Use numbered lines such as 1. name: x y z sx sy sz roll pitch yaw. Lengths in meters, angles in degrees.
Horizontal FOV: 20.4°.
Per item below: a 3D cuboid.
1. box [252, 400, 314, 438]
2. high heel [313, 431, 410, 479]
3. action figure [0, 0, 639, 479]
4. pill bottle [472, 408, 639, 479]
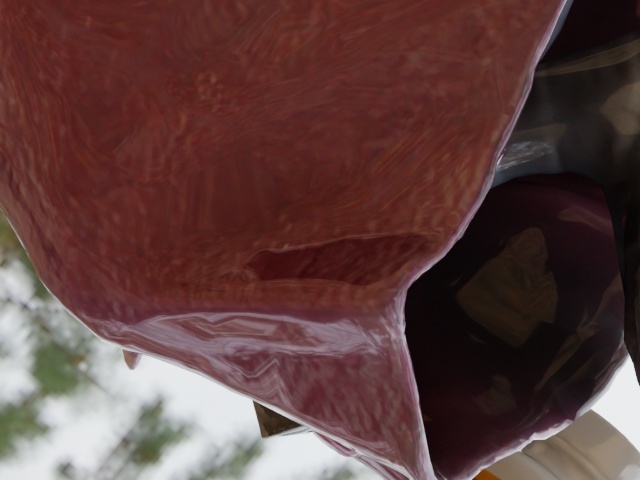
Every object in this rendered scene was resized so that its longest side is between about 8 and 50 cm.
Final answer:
1. box: 0.072 -0.022 1.210 0.307 0.242 0.076 -21 168 26
2. high heel: 0.103 0.031 1.434 0.127 0.181 0.377 -31 -159 43
3. action figure: -0.085 -0.067 0.416 0.370 0.275 0.248 8 -162 22
4. pill bottle: 0.115 0.226 1.207 0.246 0.136 0.136 -43 -161 -15
